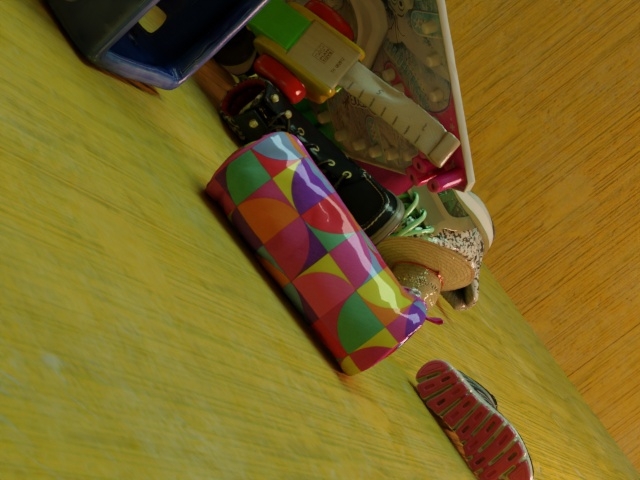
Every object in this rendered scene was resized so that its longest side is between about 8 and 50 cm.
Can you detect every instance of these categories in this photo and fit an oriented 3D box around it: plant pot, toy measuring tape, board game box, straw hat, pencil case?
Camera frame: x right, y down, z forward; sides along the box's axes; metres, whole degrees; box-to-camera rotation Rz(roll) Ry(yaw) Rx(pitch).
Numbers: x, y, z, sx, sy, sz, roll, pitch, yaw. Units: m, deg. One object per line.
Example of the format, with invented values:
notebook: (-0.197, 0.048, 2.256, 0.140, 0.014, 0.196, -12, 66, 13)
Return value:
plant pot: (-0.156, -0.298, 1.487, 0.212, 0.236, 0.236, 47, 8, 10)
toy measuring tape: (0.028, -0.177, 1.829, 0.330, 0.121, 0.121, 39, 3, 20)
board game box: (0.024, -0.265, 1.928, 0.390, 0.050, 0.390, 21, -52, 58)
straw hat: (0.118, 0.056, 2.029, 0.144, 0.144, 0.061, 44, 50, -45)
pencil case: (0.000, 0.011, 1.458, 0.236, 0.104, 0.104, 51, 8, 0)

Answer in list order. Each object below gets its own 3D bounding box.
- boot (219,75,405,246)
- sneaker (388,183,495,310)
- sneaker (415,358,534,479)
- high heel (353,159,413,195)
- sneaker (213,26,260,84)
boot: (-0.015, -0.085, 1.799, 0.178, 0.085, 0.236, 46, -4, -27)
sneaker: (0.131, -0.040, 2.330, 0.410, 0.158, 0.182, 40, 31, -38)
sneaker: (0.171, 0.197, 1.724, 0.170, 0.063, 0.075, 50, 13, 20)
high heel: (0.047, -0.236, 2.133, 0.181, 0.127, 0.377, -22, -95, 55)
sneaker: (-0.109, -0.315, 2.152, 0.097, 0.084, 0.234, 58, 34, -63)
